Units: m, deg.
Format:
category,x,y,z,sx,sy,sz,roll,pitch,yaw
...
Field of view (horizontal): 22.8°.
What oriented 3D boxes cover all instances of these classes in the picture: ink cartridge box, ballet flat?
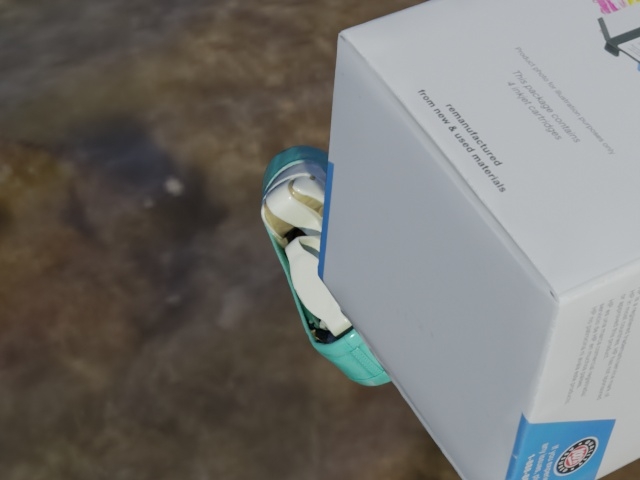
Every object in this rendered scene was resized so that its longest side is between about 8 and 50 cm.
category,x,y,z,sx,sy,sz,roll,pitch,yaw
ink cartridge box,0.142,-0.020,0.721,0.233,0.171,0.168,-21,54,-21
ballet flat,0.000,0.000,1.220,0.083,0.087,0.247,-35,51,13
